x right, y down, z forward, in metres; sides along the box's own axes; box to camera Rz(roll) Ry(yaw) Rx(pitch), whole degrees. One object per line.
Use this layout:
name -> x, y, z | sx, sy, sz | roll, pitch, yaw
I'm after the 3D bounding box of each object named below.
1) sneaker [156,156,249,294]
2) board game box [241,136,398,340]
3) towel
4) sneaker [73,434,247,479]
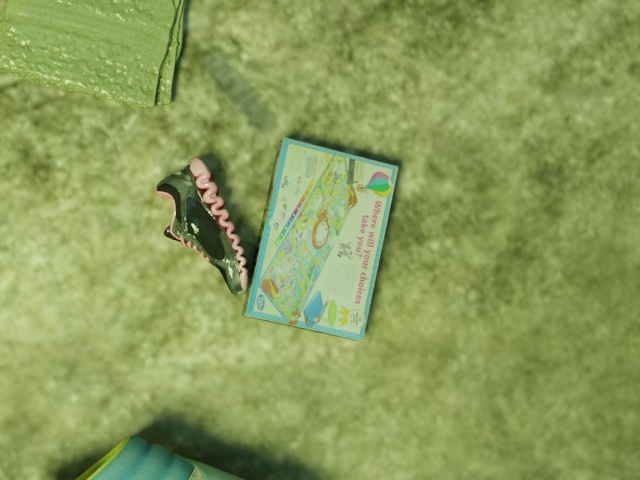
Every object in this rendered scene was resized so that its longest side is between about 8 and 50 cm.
sneaker -> -0.098, -0.006, 0.828 | 0.057, 0.047, 0.119 | -24, 84, -7
board game box -> 0.000, 0.000, 0.855 | 0.103, 0.026, 0.154 | 14, 82, -11
towel -> -0.188, -0.170, 0.826 | 0.148, 0.027, 0.110 | 11, 84, -13
sneaker -> -0.170, 0.294, 0.745 | 0.208, 0.127, 0.319 | 31, 70, -11
